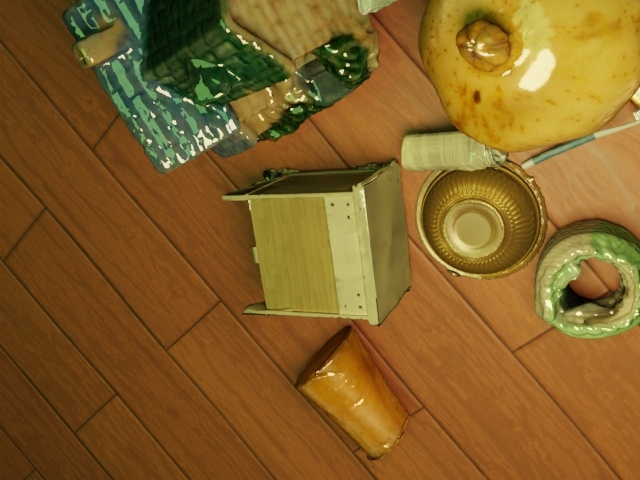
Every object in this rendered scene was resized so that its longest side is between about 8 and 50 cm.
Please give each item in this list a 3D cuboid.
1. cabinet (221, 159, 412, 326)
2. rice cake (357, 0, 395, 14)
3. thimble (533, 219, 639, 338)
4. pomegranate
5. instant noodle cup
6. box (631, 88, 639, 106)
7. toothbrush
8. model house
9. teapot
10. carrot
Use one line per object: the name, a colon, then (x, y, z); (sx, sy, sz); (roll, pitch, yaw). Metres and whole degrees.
cabinet: (0.000, 0.000, 1.478); (0.318, 0.227, 0.290); (-1, 108, 26)
rice cake: (0.137, -0.469, 1.261); (0.040, 0.226, 0.085); (-15, 105, 52)
thimble: (0.507, 0.076, 1.326); (0.219, 0.150, 0.219); (7, 110, 20)
pomegranate: (0.328, -0.323, 1.116); (0.410, 0.410, 0.410); (8, 110, 21)
instant noodle cup: (0.311, -0.032, 1.407); (0.274, 0.091, 0.274); (7, 111, 20)
box: (0.685, -0.234, 1.179); (0.301, 0.084, 0.193); (43, 119, 4)
toothbrush: (0.478, -0.185, 1.274); (0.275, 0.019, 0.025); (-23, 100, 47)
model house: (-0.194, -0.326, 1.269); (0.445, 0.400, 0.395); (-10, 111, 46)
teapot: (0.267, -0.169, 1.364); (0.200, 0.107, 0.077); (4, 87, 43)
carrot: (0.087, 0.345, 1.589); (0.254, 0.196, 0.196); (46, 119, -5)
